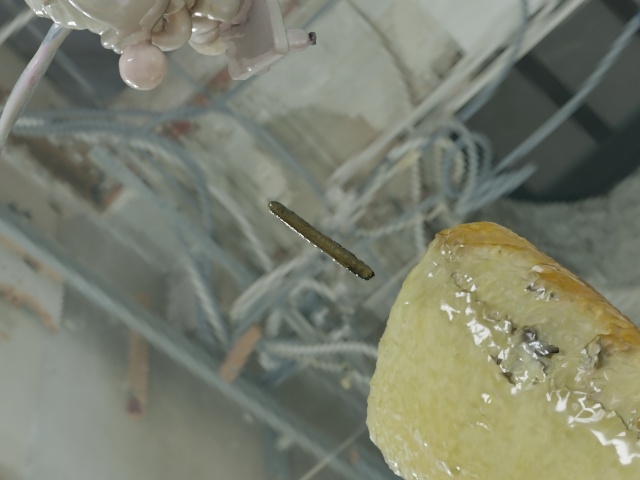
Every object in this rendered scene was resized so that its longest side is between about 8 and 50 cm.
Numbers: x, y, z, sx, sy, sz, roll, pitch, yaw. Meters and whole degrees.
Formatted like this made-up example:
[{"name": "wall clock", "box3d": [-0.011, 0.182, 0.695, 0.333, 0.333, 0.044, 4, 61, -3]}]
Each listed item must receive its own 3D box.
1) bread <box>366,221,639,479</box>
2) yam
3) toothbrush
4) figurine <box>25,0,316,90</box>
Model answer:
[{"name": "bread", "box3d": [0.198, 0.157, 1.243, 0.165, 0.237, 0.375, 2, -154, -33]}, {"name": "yam", "box3d": [0.000, 0.000, 1.254, 0.107, 0.014, 0.014, 36, -157, -17]}, {"name": "toothbrush", "box3d": [-0.226, -0.169, 1.321, 0.027, 0.269, 0.021, 24, -160, -26]}, {"name": "figurine", "box3d": [-0.137, -0.206, 1.205, 0.256, 0.144, 0.182, 3, -91, -46]}]
